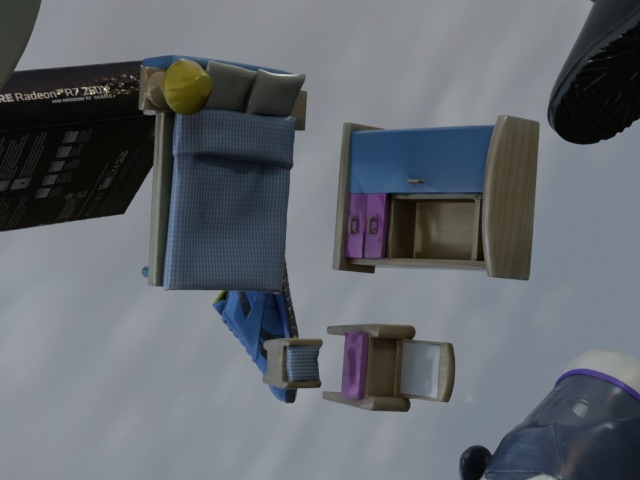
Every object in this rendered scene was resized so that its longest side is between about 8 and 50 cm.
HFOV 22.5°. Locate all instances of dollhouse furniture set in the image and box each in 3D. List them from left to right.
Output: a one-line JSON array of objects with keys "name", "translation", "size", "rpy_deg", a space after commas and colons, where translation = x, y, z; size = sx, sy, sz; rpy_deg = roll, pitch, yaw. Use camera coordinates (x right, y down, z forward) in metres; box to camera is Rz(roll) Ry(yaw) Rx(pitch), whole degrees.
[{"name": "dollhouse furniture set", "translation": [0.000, 0.000, 1.327], "size": [0.303, 0.198, 0.286], "rpy_deg": [6, -93, -42]}]

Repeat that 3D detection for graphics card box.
[{"name": "graphics card box", "translation": [-0.372, -0.104, 1.938], "size": [0.371, 0.094, 0.233], "rpy_deg": [-9, -29, -34]}]

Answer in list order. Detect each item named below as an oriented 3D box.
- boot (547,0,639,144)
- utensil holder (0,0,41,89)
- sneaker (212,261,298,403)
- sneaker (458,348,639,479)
[{"name": "boot", "translation": [0.276, -0.230, 1.568], "size": [0.094, 0.207, 0.246], "rpy_deg": [32, -78, -33]}, {"name": "utensil holder", "translation": [-0.479, -0.269, 1.404], "size": [0.327, 0.385, 0.327], "rpy_deg": [-44, -35, -43]}, {"name": "sneaker", "translation": [-0.069, 0.087, 1.751], "size": [0.069, 0.082, 0.209], "rpy_deg": [-89, -10, -60]}, {"name": "sneaker", "translation": [0.206, 0.261, 1.126], "size": [0.236, 0.130, 0.323], "rpy_deg": [-50, -61, -34]}]
